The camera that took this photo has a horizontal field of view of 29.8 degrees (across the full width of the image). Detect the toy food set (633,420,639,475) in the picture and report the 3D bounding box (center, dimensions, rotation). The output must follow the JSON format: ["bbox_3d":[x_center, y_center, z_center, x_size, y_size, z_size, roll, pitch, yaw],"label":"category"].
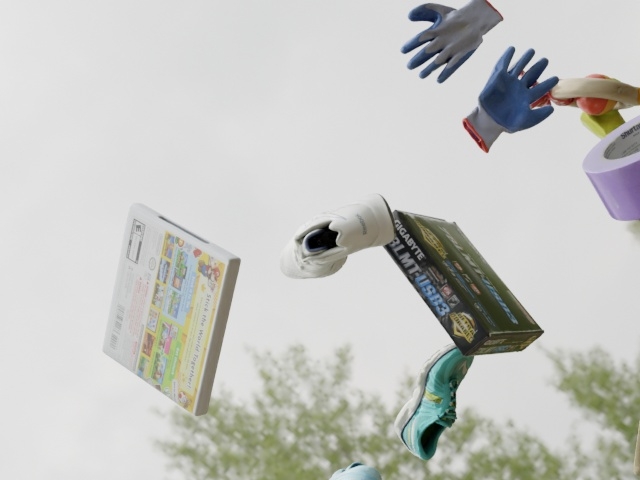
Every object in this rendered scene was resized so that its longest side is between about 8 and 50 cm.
[{"bbox_3d":[0.515,0.278,1.584,0.038,0.192,0.132,66,-142,-55],"label":"toy food set"}]

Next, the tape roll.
[{"bbox_3d":[0.450,-0.110,1.596,0.189,0.189,0.080,-40,-76,-25],"label":"tape roll"}]

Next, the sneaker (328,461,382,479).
[{"bbox_3d":[0.058,0.522,2.378,0.150,0.135,0.366,-58,3,-21],"label":"sneaker"}]

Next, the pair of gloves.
[{"bbox_3d":[0.185,-0.203,1.390,0.159,0.198,0.023,-42,3,-30],"label":"pair of gloves"}]

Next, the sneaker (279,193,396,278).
[{"bbox_3d":[0.000,0.000,2.051,0.129,0.111,0.297,-17,-10,-35],"label":"sneaker"}]

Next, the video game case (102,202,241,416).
[{"bbox_3d":[-0.204,0.090,1.609,0.026,0.206,0.227,-6,-64,-48],"label":"video game case"}]

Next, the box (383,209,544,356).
[{"bbox_3d":[0.261,0.081,2.242,0.073,0.295,0.293,-44,-23,21],"label":"box"}]

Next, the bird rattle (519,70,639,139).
[{"bbox_3d":[0.514,-0.290,2.339,0.253,0.207,0.143,17,-99,-22],"label":"bird rattle"}]

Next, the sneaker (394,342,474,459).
[{"bbox_3d":[0.255,0.333,2.491,0.107,0.110,0.275,8,-64,-32],"label":"sneaker"}]
